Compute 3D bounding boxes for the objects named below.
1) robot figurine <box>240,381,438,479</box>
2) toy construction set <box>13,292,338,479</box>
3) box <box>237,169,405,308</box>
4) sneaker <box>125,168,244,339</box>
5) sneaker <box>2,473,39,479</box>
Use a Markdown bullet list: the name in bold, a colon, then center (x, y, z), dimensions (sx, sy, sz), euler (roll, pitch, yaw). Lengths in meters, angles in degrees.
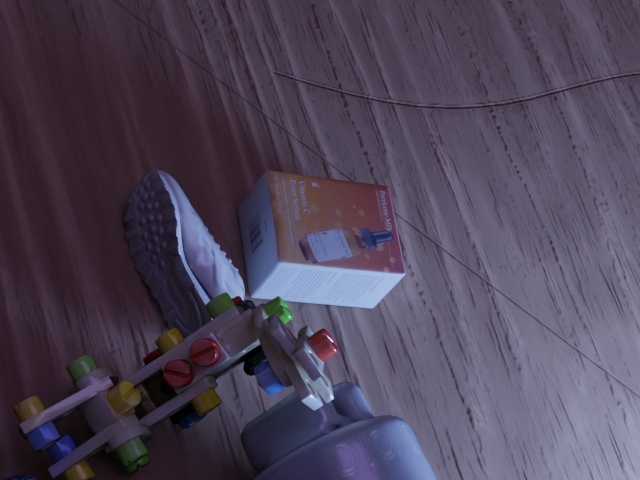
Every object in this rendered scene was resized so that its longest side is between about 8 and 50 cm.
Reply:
- **robot figurine**: center (0.048, 0.324, 1.707), dimensions (0.300, 0.200, 0.353), euler (-1, 58, -55)
- **toy construction set**: center (-0.136, 0.141, 1.686), dimensions (0.328, 0.215, 0.151), euler (-19, 82, 9)
- **box**: center (0.000, 0.000, 1.966), dimensions (0.171, 0.091, 0.130), euler (5, 58, -26)
- **sneaker**: center (-0.149, 0.025, 1.883), dimensions (0.095, 0.090, 0.235), euler (-3, 65, -45)
- **sneaker**: center (-0.275, 0.287, 1.543), dimensions (0.104, 0.125, 0.262), euler (59, 9, -13)
